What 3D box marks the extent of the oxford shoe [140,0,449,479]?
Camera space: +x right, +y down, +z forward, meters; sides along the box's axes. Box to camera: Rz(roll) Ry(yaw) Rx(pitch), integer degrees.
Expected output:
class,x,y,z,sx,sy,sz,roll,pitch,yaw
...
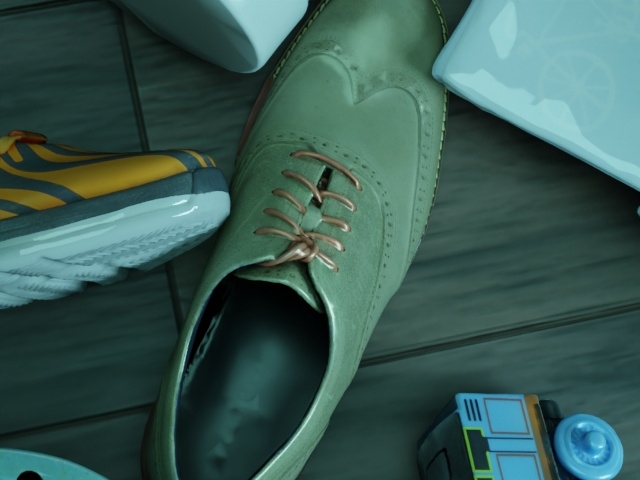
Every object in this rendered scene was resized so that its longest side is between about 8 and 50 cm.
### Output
class,x,y,z,sx,sy,sz,roll,pitch,yaw
oxford shoe,0.000,0.000,0.802,0.123,0.130,0.348,18,80,-2

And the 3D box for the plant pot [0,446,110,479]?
class,x,y,z,sx,sy,sz,roll,pitch,yaw
plant pot,-0.172,0.207,0.649,0.272,0.255,0.271,10,64,-22

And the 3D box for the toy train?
class,x,y,z,sx,sy,sz,roll,pitch,yaw
toy train,0.118,0.169,0.791,0.105,0.080,0.184,3,55,-19

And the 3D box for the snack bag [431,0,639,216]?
class,x,y,z,sx,sy,sz,roll,pitch,yaw
snack bag,0.268,-0.143,0.854,0.343,0.037,0.323,27,79,-2

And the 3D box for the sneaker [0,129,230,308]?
class,x,y,z,sx,sy,sz,roll,pitch,yaw
sneaker,-0.214,-0.052,0.772,0.321,0.124,0.180,-10,81,7

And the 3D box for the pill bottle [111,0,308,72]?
class,x,y,z,sx,sy,sz,roll,pitch,yaw
pill bottle,0.014,-0.304,0.800,0.229,0.229,0.407,35,80,1
